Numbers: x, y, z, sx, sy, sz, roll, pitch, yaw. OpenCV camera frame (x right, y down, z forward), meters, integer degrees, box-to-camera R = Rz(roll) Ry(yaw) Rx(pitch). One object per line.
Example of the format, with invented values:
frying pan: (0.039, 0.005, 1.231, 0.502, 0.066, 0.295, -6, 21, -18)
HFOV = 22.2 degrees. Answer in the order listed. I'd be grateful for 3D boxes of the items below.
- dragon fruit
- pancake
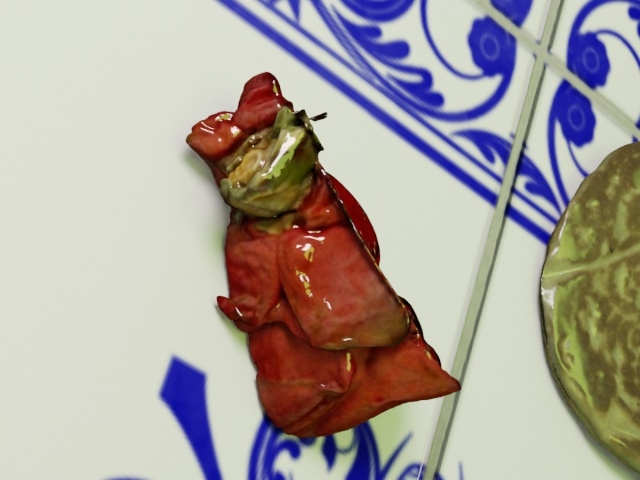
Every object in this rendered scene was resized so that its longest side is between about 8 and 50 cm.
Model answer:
dragon fruit: (0.011, -0.002, 0.859, 0.122, 0.092, 0.192, -31, 103, -40)
pancake: (0.240, 0.050, 1.090, 0.250, 0.031, 0.250, 10, 75, -39)
